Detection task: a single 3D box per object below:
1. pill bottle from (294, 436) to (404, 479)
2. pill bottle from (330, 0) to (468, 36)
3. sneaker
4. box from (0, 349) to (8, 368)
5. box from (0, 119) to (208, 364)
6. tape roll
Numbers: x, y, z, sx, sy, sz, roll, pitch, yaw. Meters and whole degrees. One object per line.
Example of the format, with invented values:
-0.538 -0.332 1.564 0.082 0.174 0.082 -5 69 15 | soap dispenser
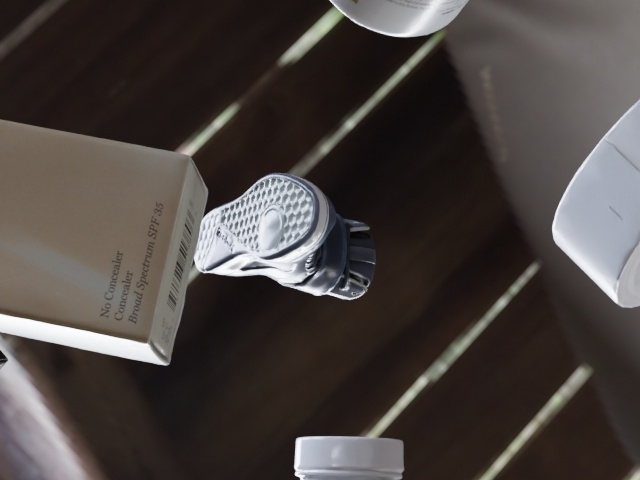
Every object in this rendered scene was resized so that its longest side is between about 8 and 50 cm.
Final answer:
0.021 0.275 1.583 0.124 0.221 0.124 1 172 0 | pill bottle
0.088 -0.256 1.342 0.131 0.131 0.229 43 144 4 | pill bottle
0.000 -0.002 1.805 0.163 0.086 0.226 12 168 -26 | sneaker
-0.404 0.142 1.809 0.077 0.147 0.180 46 -165 12 | box
-0.252 -0.012 1.405 0.311 0.148 0.121 10 169 5 | box
0.376 -0.064 1.989 0.100 0.286 0.286 47 162 22 | tape roll
